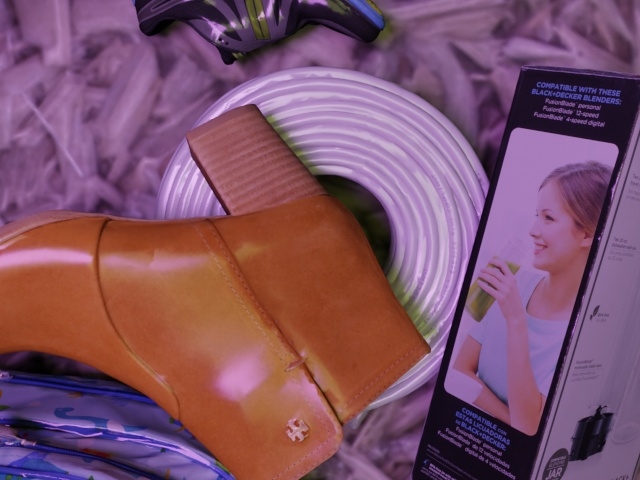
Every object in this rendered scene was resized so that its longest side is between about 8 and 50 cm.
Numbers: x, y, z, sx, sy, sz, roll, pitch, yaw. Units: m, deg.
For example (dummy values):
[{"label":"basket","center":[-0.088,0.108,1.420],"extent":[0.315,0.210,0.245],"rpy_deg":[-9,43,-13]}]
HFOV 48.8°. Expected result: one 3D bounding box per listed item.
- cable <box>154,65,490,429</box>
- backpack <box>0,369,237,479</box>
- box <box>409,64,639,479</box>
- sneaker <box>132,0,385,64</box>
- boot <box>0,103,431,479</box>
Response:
[{"label":"cable","center":[0.000,0.000,0.523],"extent":[0.257,0.089,0.257],"rpy_deg":[39,97,-5]},{"label":"backpack","center":[-0.201,0.230,0.497],"extent":[0.356,0.273,0.290],"rpy_deg":[5,86,-13]},{"label":"box","center":[0.179,0.042,0.487],"extent":[0.169,0.087,0.289],"rpy_deg":[4,103,-43]},{"label":"sneaker","center":[-0.046,-0.166,0.517],"extent":[0.188,0.067,0.078],"rpy_deg":[8,106,4]},{"label":"boot","center":[-0.098,0.071,0.428],"extent":[0.295,0.104,0.211],"rpy_deg":[-31,85,-3]}]
